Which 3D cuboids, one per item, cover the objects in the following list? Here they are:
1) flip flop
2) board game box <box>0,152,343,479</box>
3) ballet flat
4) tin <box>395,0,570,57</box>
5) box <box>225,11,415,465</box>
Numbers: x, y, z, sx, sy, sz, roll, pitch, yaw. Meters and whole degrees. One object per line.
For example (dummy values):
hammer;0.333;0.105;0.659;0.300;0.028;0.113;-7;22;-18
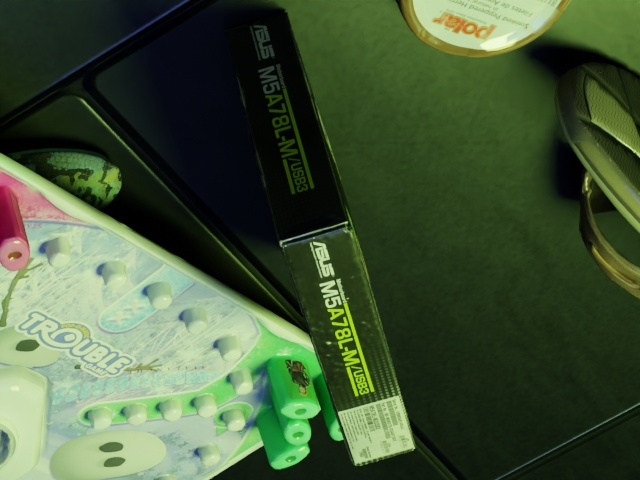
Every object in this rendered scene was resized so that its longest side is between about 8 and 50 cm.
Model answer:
flip flop;0.210;-0.004;1.220;0.080;0.112;0.277;-19;141;24
board game box;-0.227;0.130;1.199;0.390;0.050;0.390;-33;141;20
ballet flat;-0.205;-0.010;1.119;0.188;0.070;0.070;-7;134;-9
tin;0.110;-0.180;1.065;0.106;0.040;0.189;17;126;-23
box;0.000;0.000;1.101;0.045;0.184;0.190;-15;133;2
